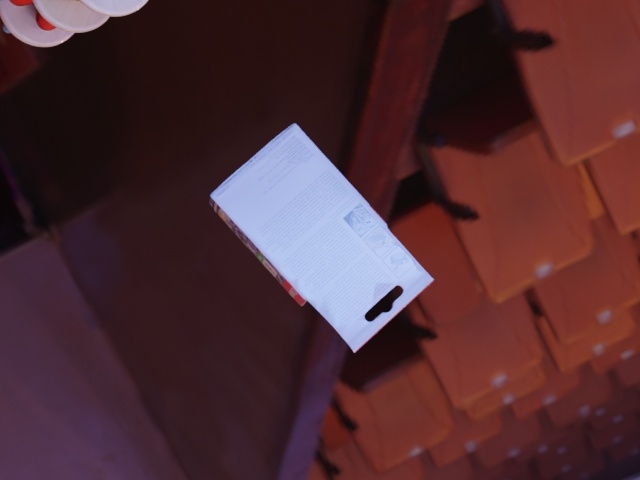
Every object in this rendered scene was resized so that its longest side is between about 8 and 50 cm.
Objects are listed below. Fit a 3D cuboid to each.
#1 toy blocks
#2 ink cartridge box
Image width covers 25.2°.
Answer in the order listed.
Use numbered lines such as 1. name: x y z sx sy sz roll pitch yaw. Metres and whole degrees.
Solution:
1. toy blocks: -0.173 -0.144 0.771 0.123 0.054 0.148 13 171 -31
2. ink cartridge box: 0.000 0.000 0.775 0.063 0.115 0.029 -41 177 -11
